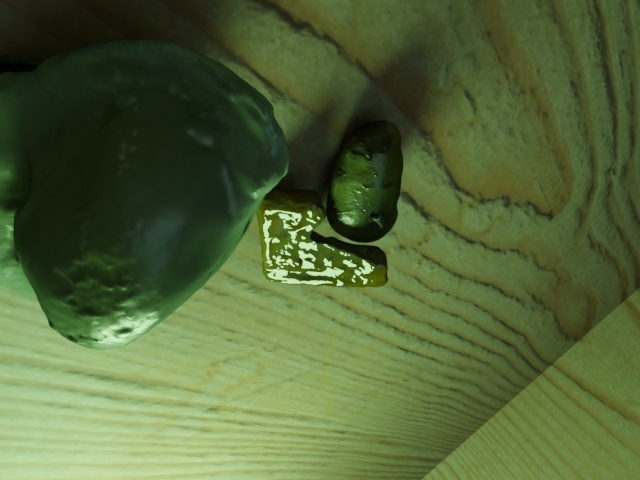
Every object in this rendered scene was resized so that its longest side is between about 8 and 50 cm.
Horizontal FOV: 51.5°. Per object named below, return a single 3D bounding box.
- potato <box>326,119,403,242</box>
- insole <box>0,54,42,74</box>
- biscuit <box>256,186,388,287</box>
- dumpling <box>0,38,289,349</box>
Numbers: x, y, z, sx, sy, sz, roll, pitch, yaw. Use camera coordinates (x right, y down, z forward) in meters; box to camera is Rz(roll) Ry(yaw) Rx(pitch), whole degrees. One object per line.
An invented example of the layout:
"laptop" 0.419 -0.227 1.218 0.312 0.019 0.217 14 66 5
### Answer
"potato" 0.062 -0.070 0.870 0.105 0.085 0.188 -16 135 -28
"insole" -0.361 -0.072 0.531 0.309 0.012 0.110 -24 144 -22
"biscuit" 0.000 0.000 0.862 0.174 0.039 0.183 2 141 8
"dumpling" -0.173 -0.020 0.589 0.321 0.212 0.270 -52 149 7
